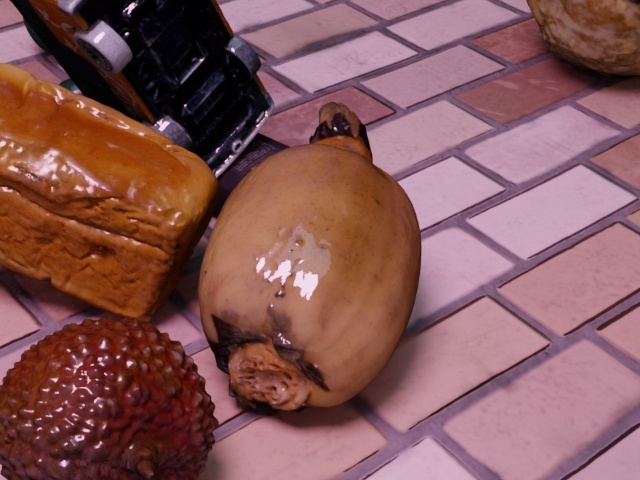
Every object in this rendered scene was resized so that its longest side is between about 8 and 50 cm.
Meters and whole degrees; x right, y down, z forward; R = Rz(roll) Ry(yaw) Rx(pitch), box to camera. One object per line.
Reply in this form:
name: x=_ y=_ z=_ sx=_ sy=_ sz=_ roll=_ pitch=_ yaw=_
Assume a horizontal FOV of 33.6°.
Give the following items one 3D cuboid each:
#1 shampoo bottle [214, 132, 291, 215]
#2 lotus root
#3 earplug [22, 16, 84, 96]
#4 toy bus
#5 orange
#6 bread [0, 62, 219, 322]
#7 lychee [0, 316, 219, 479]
shampoo bottle: x=-0.051 y=-0.054 z=1.100 sx=0.309 sy=0.071 sz=0.098 roll=26 pitch=43 yaw=29
lotus root: x=0.000 y=0.000 z=0.928 sx=0.183 sy=0.183 sz=0.310 roll=9 pitch=49 yaw=9
earplug: x=-0.279 y=-0.250 z=1.324 sx=0.280 sy=0.164 sz=0.257 roll=15 pitch=74 yaw=35
toy bus: x=-0.169 y=-0.187 z=1.003 sx=0.167 sy=0.275 sz=0.138 roll=29 pitch=73 yaw=34
orange: x=0.395 y=-0.333 z=1.367 sx=0.271 sy=0.210 sz=0.368 roll=45 pitch=53 yaw=14
bread: x=-0.248 y=-0.048 z=0.957 sx=0.294 sy=0.167 sz=0.132 roll=24 pitch=47 yaw=-4
lychee: x=-0.152 y=0.136 z=0.767 sx=0.165 sy=0.165 sz=0.197 roll=-28 pitch=29 yaw=-33
